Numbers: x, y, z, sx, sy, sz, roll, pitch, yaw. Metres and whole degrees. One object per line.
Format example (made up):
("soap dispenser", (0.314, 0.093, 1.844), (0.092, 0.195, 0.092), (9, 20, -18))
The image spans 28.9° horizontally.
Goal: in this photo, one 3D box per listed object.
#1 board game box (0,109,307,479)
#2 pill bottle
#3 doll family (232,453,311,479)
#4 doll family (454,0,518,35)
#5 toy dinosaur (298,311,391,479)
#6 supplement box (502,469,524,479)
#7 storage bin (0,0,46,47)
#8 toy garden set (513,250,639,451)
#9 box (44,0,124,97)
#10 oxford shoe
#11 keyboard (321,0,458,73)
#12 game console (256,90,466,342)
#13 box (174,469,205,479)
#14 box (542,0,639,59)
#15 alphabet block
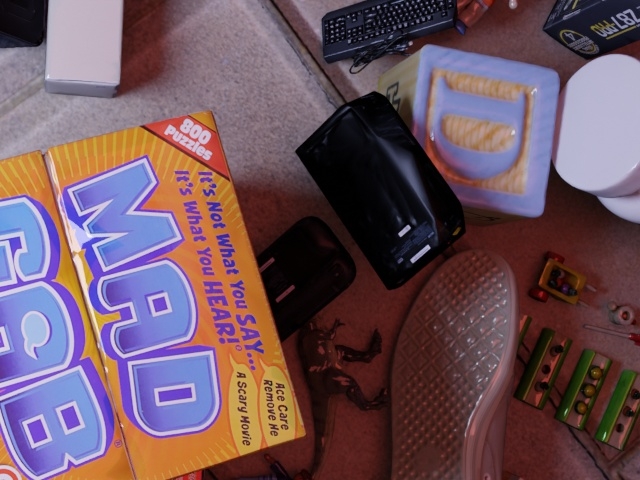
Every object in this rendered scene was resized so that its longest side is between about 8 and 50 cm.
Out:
("board game box", (-0.261, 0.104, 1.399), (0.356, 0.356, 0.357), (-16, 84, -13))
("pill bottle", (0.477, -0.109, 1.611), (0.362, 0.210, 0.210), (13, 84, -37))
("doll family", (-0.055, 0.374, 1.597), (0.111, 0.076, 0.193), (-12, 95, 6))
("doll family", (0.172, -0.408, 1.674), (0.263, 0.118, 0.163), (44, 97, -3))
("toy dinosaur", (0.027, 0.178, 1.637), (0.118, 0.064, 0.268), (-6, 93, -8))
("supplement box", (0.286, 0.358, 1.684), (0.098, 0.062, 0.036), (39, 81, -8))
("storage bin", (-0.399, -0.331, 1.512), (0.084, 0.122, 0.180), (0, 87, 18))
("toy garden set", (0.362, 0.149, 1.717), (0.244, 0.049, 0.204), (27, 82, -11))
("box", (-0.293, -0.323, 1.556), (0.094, 0.113, 0.275), (3, 86, -12))
("oxford shoe", (0.181, 0.234, 1.641), (0.130, 0.169, 0.450), (26, 69, -55))
("keyboard", (0.086, -0.282, 1.616), (0.192, 0.038, 0.100), (-14, 70, 24))
("game console", (0.000, 0.000, 1.541), (0.361, 0.044, 0.213), (-41, 73, 28))
("box", (-0.212, 0.381, 1.581), (0.114, 0.036, 0.207), (5, 86, -13))
("box", (0.471, -0.449, 1.632), (0.097, 0.318, 0.395), (30, 81, -10))
("alphabet block", (0.178, -0.129, 1.612), (0.192, 0.197, 0.194), (10, 85, -11))
